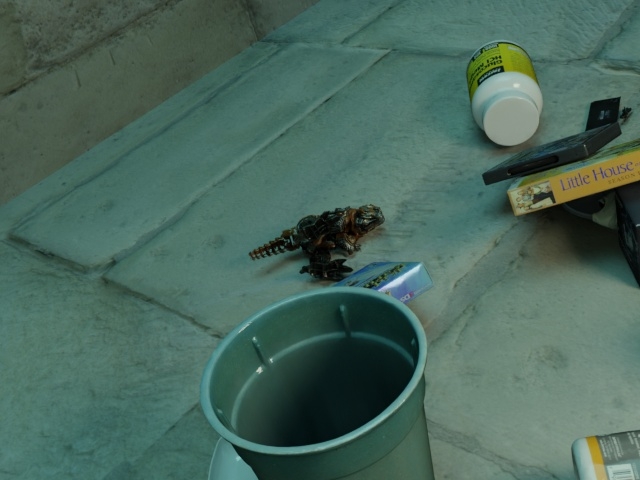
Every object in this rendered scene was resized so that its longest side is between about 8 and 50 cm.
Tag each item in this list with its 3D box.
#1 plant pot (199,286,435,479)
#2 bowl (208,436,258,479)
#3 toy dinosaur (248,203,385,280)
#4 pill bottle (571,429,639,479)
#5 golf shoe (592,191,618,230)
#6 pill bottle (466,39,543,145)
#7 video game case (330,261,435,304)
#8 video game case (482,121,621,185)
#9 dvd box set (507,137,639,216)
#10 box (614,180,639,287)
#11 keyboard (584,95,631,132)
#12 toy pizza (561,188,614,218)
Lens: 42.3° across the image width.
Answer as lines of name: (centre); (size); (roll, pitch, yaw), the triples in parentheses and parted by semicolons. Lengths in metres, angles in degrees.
plant pot: (0.030, 0.307, 1.290); (0.341, 0.334, 0.341); (-13, 33, 9)
bowl: (-0.122, 0.407, 1.473); (0.141, 0.053, 0.142); (-10, 33, 12)
toy dinosaur: (0.000, 0.000, 1.973); (0.322, 0.164, 0.218); (-36, 18, 5)
pill bottle: (0.509, 0.344, 1.168); (0.278, 0.162, 0.162); (-10, 34, 11)
golf shoe: (0.647, -0.093, 1.785); (0.086, 0.069, 0.176); (13, 46, 38)
pill bottle: (0.498, -0.398, 2.239); (0.187, 0.188, 0.334); (-10, 34, 12)
video game case: (0.063, 0.129, 1.698); (0.269, 0.061, 0.244); (-30, 10, -18)
video game case: (0.542, -0.203, 1.926); (0.248, 0.035, 0.275); (-15, 7, 38)
dvd box set: (0.615, -0.158, 1.717); (0.420, 0.062, 0.307); (-17, 4, 23)
box: (0.651, -0.018, 1.635); (0.093, 0.158, 0.156); (-12, 33, 9)
keyboard: (0.756, -0.323, 2.162); (0.108, 0.023, 0.180); (-6, 35, 29)
toy pizza: (0.644, -0.104, 1.878); (0.201, 0.032, 0.201); (-10, 38, 8)
